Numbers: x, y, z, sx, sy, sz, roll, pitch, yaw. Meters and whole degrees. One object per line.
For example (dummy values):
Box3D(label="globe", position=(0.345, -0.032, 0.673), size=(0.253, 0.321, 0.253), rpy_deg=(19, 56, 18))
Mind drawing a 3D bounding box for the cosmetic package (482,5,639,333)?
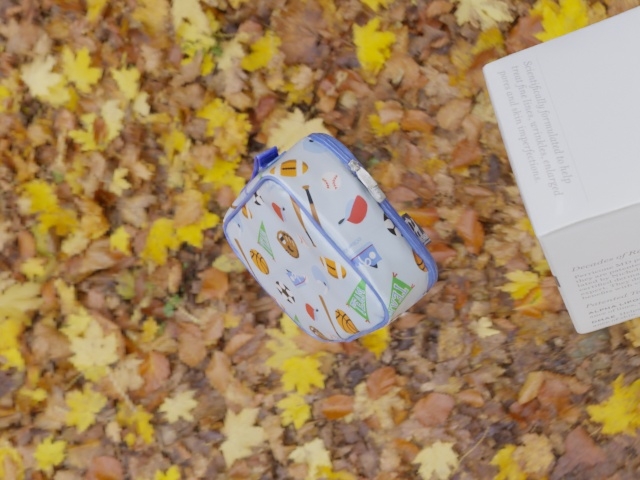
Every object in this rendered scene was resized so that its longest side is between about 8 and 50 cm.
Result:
Box3D(label="cosmetic package", position=(0.225, -0.048, 0.677), size=(0.151, 0.183, 0.151), rpy_deg=(-20, 57, 15))

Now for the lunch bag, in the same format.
Box3D(label="lunch bag", position=(0.000, 0.000, 1.115), size=(0.115, 0.303, 0.243), rpy_deg=(-40, 92, -23))
